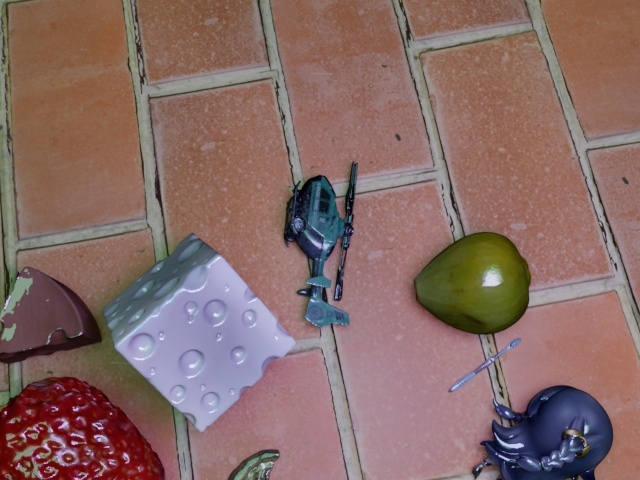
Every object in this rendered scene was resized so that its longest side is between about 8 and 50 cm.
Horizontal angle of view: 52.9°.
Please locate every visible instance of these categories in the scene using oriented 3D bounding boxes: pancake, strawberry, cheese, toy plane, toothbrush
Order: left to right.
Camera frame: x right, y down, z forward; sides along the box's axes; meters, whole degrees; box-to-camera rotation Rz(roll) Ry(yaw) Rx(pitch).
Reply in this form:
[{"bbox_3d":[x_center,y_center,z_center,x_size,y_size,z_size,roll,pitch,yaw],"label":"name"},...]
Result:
[{"bbox_3d":[-0.555,0.177,1.334,0.176,0.128,0.203,16,73,5],"label":"cheese"},{"bbox_3d":[-0.470,0.390,1.203,0.309,0.292,0.292,-7,71,-29],"label":"strawberry"},{"bbox_3d":[-0.106,0.526,1.282,0.190,0.020,0.184,38,76,11],"label":"pancake"},{"bbox_3d":[0.000,0.000,1.403,0.155,0.106,0.382,9,68,-9],"label":"toy plane"},{"bbox_3d":[0.348,0.264,1.359,0.193,0.019,0.013,-34,76,-8],"label":"toothbrush"}]

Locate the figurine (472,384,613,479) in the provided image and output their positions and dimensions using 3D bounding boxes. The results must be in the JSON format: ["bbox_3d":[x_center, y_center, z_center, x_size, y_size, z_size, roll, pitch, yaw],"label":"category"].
[{"bbox_3d":[0.438,0.399,1.247,0.265,0.197,0.175,-47,114,-15],"label":"figurine"}]

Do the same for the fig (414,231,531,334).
[{"bbox_3d":[0.318,0.098,1.322,0.230,0.207,0.207,-39,75,19],"label":"fig"}]

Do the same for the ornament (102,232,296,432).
[{"bbox_3d":[-0.237,0.165,1.231,0.240,0.239,0.240,-42,114,-11],"label":"ornament"}]
